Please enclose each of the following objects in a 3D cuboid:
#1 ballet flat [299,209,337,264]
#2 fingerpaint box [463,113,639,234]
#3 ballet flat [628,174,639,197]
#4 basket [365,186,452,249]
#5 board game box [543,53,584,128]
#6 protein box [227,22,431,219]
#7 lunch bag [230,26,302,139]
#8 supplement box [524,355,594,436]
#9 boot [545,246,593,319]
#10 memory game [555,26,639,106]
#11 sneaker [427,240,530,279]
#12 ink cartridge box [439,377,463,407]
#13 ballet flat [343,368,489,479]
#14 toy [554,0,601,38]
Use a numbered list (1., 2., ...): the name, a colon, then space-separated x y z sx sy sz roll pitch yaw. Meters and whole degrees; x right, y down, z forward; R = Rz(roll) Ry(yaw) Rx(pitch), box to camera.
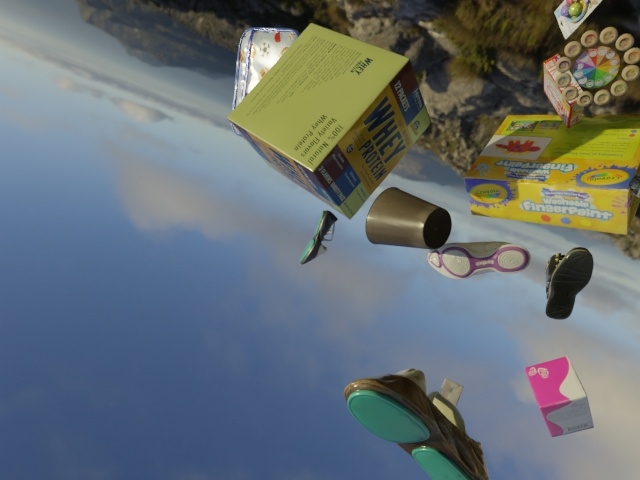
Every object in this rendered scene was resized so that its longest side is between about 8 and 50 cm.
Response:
1. ballet flat: 0.000 0.000 1.601 0.074 0.203 0.074 24 -169 -5
2. fingerpaint box: 0.729 -0.219 1.480 0.445 0.371 0.163 11 139 40
3. ballet flat: 0.582 -0.093 0.868 0.041 0.041 0.114 23 -165 11
4. basket: 0.279 -0.056 1.518 0.154 0.204 0.227 36 171 -37
5. board game box: 0.693 -0.420 1.387 0.193 0.045 0.146 19 -134 -63
6. protein box: 0.014 -0.179 0.725 0.201 0.199 0.136 37 174 35
7. lunch bag: -0.130 -0.399 1.291 0.243 0.303 0.115 19 -165 31
8. supplement box: 0.611 0.403 1.243 0.220 0.111 0.113 53 -157 -43
9. boot: 0.661 0.076 1.317 0.085 0.236 0.178 11 -140 15
10. memory game: 0.657 -0.408 1.155 0.186 0.186 0.012 22 -141 6
11. sneaker: 0.499 0.060 1.548 0.305 0.114 0.152 1 -174 20
12. ink cartridge box: 0.374 0.526 1.492 0.060 0.180 0.104 22 -145 20
13. ballet flat: 0.167 0.290 0.794 0.342 0.116 0.124 43 -138 -20
14. toy: 0.954 -0.889 1.814 0.056 0.136 0.237 -4 161 -17
